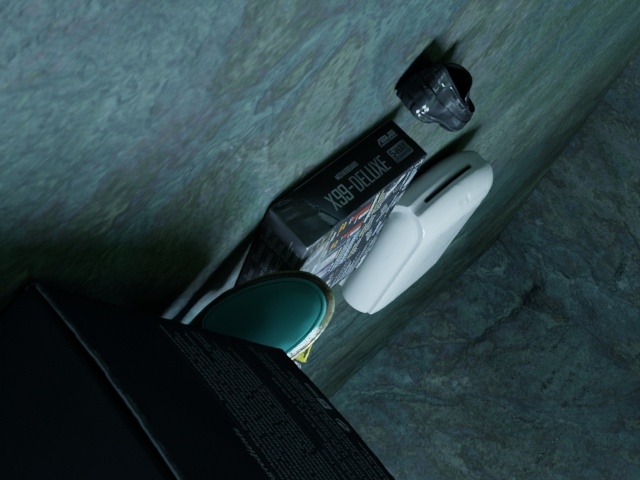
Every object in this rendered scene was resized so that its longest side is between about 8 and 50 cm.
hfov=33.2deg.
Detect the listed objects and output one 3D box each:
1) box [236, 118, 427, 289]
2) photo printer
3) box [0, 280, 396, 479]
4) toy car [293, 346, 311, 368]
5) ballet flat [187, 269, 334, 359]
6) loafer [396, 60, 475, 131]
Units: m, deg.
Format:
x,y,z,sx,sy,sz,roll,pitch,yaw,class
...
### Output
x,y,z,sx,sy,sz,roll,pitch,yaw,class
0.000,0.000,1.488,0.242,0.076,0.307,-38,166,-32,box
0.181,-0.024,1.975,0.256,0.107,0.307,-37,165,-39,photo printer
-0.219,0.341,1.087,0.480,0.297,0.471,-47,154,8,box
-0.027,0.110,1.699,0.239,0.053,0.225,115,-6,-66,toy car
-0.130,0.148,1.387,0.348,0.123,0.123,-35,170,8,ballet flat
0.170,-0.193,1.418,0.078,0.076,0.223,-41,167,18,loafer
